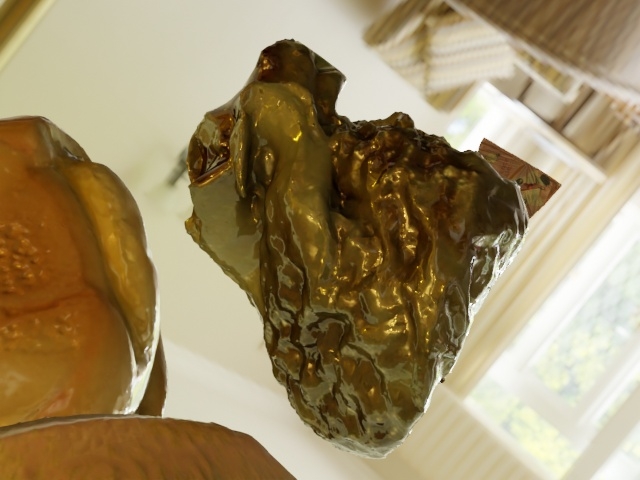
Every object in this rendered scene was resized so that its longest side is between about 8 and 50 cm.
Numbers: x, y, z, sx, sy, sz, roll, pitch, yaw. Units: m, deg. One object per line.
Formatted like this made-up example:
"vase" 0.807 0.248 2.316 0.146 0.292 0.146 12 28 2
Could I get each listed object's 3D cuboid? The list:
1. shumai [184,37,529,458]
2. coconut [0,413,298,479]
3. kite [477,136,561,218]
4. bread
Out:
"shumai" 0.002 0.001 0.811 0.218 0.189 0.256 38 167 0
"coconut" -0.080 0.165 0.437 0.227 0.227 0.230 35 -159 -44
"kite" 0.164 -0.044 1.308 0.005 0.152 0.137 -101 0 -56
"bread" -0.260 0.058 1.067 0.211 0.270 0.316 142 116 -64
